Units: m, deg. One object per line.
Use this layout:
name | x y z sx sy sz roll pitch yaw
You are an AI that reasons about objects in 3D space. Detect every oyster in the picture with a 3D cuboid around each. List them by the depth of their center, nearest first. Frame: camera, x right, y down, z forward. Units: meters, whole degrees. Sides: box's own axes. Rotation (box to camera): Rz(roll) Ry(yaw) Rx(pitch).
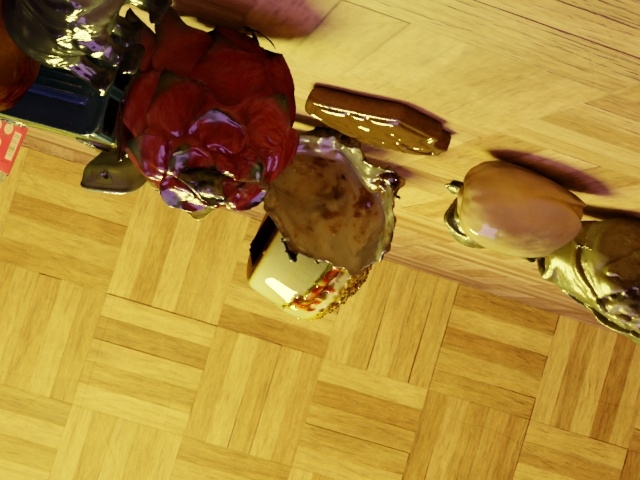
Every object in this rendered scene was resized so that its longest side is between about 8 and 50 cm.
oyster | -0.040 -0.080 1.869 0.337 0.198 0.133 24 -170 8

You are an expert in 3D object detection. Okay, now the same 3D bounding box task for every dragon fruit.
dragon fruit | -0.123 -0.142 1.387 0.193 0.274 0.192 -6 140 -15

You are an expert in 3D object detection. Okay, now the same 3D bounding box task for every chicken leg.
chicken leg | 0.359 0.021 1.919 0.429 0.153 0.201 23 150 25

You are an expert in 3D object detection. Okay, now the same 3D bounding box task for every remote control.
remote control | -0.248 -0.141 1.862 0.090 0.038 0.309 5 -154 14

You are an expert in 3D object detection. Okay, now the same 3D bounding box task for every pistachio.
pistachio | 0.268 -0.035 1.713 0.200 0.117 0.145 19 170 -33

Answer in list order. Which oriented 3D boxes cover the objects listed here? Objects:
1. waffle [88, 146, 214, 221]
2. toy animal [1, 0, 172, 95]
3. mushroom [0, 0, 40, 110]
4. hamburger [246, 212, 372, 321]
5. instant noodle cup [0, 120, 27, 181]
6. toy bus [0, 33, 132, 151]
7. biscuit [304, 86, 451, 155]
waffle | -0.271 -0.131 2.229 0.248 0.055 0.221 33 -170 -3
toy animal | -0.227 -0.234 1.202 0.168 0.106 0.343 27 169 -2
mushroom | -0.515 -0.213 1.505 0.345 0.260 0.345 14 173 2
hamburger | 0.000 0.000 2.152 0.179 0.276 0.294 30 -170 -13
instant noodle cup | -0.688 -0.220 2.573 0.302 0.181 0.258 18 174 -21
toy bus | -0.376 -0.218 1.729 0.287 0.138 0.175 15 176 16
biscuit | 0.078 -0.140 1.651 0.182 0.034 0.215 15 175 23
